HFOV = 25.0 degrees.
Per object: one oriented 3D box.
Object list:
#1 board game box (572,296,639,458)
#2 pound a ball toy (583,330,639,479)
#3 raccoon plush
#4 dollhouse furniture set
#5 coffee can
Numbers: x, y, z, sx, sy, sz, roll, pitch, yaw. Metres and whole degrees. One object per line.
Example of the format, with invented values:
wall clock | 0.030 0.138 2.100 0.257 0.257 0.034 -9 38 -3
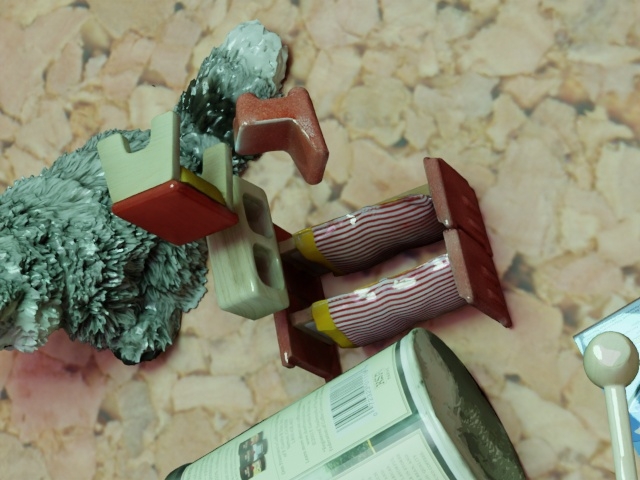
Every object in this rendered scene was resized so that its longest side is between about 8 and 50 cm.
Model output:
board game box | 0.378 0.077 1.269 0.281 0.027 0.145 -32 66 15
pound a ball toy | 0.336 0.227 1.177 0.208 0.136 0.319 -7 80 9
raccoon plush | -0.245 -0.069 1.440 0.216 0.299 0.447 21 88 28
dollhouse furniture set | 0.000 0.000 1.272 0.201 0.374 0.152 -22 66 21
coffee can | 0.024 0.232 1.302 0.275 0.201 0.202 -32 67 16
